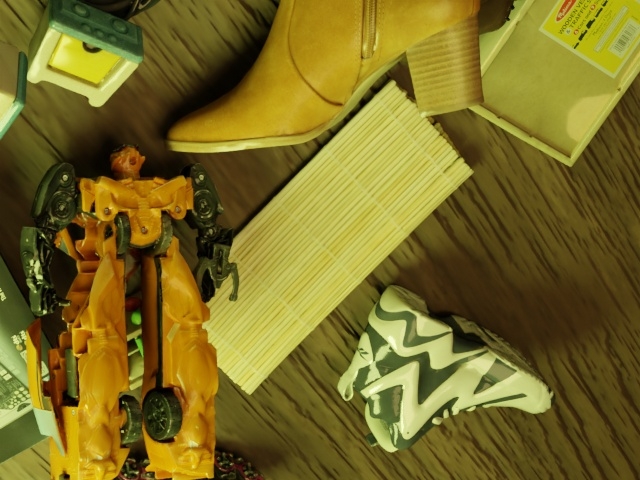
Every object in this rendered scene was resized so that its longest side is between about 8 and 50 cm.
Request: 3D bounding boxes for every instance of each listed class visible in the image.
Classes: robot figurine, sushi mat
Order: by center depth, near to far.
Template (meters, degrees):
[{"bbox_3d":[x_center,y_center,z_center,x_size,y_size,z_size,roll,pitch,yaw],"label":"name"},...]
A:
[{"bbox_3d":[-0.168,0.064,1.391,0.211,0.085,0.291,-1,88,-40],"label":"robot figurine"},{"bbox_3d":[0.000,0.000,1.549,0.316,0.019,0.151,-45,127,3],"label":"sushi mat"}]

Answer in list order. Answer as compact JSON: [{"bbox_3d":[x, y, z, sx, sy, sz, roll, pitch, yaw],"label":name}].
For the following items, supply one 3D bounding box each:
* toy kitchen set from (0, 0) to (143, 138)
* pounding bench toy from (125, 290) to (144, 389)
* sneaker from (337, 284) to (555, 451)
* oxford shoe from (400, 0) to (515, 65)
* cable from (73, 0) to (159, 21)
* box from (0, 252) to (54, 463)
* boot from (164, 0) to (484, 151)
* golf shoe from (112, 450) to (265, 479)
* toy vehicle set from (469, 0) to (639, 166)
[{"bbox_3d":[-0.206,-0.122,1.218,0.166,0.207,0.122,21,132,-27],"label":"toy kitchen set"},{"bbox_3d":[-0.163,0.095,1.479,0.052,0.083,0.065,-28,128,-10],"label":"pounding bench toy"},{"bbox_3d":[0.118,0.157,1.657,0.235,0.094,0.153,27,105,-36],"label":"sneaker"},{"bbox_3d":[0.147,-0.242,1.447,0.227,0.083,0.096,-41,132,15],"label":"oxford shoe"},{"bbox_3d":[-0.153,-0.258,1.305,0.150,0.047,0.184,-7,125,-33],"label":"cable"},{"bbox_3d":[-0.367,0.083,1.369,0.242,0.076,0.307,-28,127,-10],"label":"box"},{"bbox_3d":[-0.011,-0.194,1.382,0.295,0.104,0.211,-11,98,12],"label":"boot"},{"bbox_3d":[-0.141,0.252,1.606,0.186,0.067,0.086,4,143,-30],"label":"golf shoe"},{"bbox_3d":[0.252,-0.214,1.541,0.166,0.035,0.267,27,104,-36],"label":"toy vehicle set"}]
